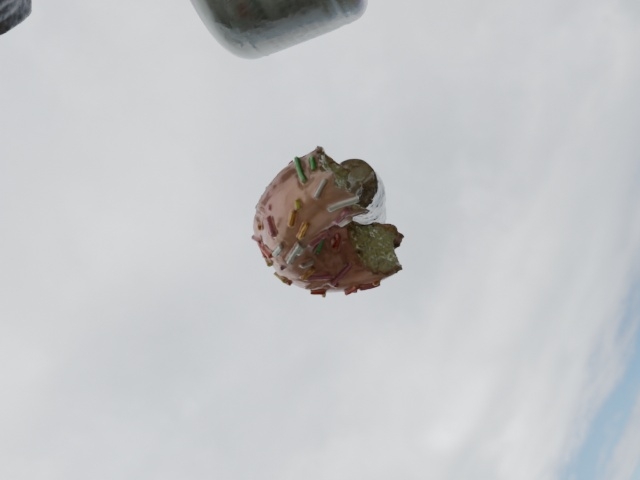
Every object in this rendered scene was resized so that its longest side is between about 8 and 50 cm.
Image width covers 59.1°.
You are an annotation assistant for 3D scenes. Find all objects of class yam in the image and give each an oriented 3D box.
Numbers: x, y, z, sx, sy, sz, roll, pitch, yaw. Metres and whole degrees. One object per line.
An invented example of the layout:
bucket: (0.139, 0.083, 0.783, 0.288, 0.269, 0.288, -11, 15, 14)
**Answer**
yam: (0.044, -0.039, 0.603, 0.057, 0.056, 0.241, -65, -9, -2)

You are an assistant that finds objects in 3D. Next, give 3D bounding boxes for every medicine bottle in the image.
medicine bottle: (-0.007, -0.397, 0.705, 0.256, 0.324, 0.256, -16, -90, -74)

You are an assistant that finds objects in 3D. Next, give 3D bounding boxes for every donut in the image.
donut: (0.000, 0.000, 0.481, 0.117, 0.065, 0.166, -29, -41, 16)

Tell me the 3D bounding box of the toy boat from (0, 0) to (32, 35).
toy boat: (-0.508, -0.378, 0.734, 0.276, 0.111, 0.294, -18, -36, -40)
